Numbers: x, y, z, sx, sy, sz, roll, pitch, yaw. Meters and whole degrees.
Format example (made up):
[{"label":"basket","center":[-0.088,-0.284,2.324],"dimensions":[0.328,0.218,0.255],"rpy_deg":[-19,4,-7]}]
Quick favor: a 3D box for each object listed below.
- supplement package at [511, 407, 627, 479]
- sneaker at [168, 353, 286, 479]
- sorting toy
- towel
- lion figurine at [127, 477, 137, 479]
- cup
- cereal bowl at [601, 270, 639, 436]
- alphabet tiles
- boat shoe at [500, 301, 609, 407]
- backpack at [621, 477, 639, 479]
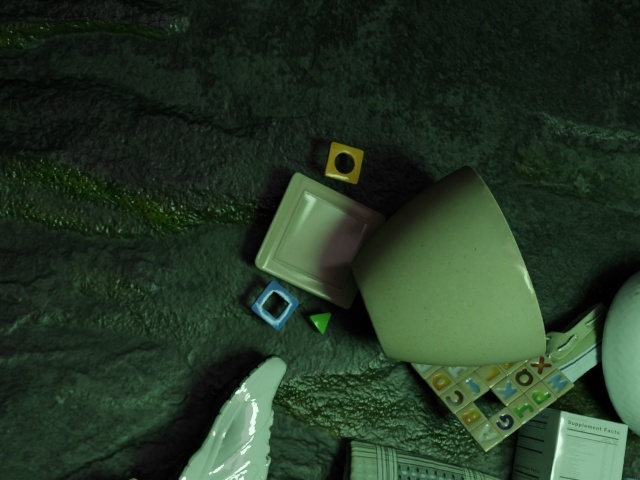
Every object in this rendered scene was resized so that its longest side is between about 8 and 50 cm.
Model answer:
[{"label":"supplement package","center":[0.426,0.424,1.290],"dimensions":[0.139,0.134,0.244],"rpy_deg":[15,79,-12]},{"label":"sneaker","center":[-0.130,0.318,1.167],"dimensions":[0.129,0.111,0.297],"rpy_deg":[34,69,-8]},{"label":"sorting toy","center":[0.000,0.000,1.286],"dimensions":[0.196,0.047,0.347],"rpy_deg":[27,79,-16]},{"label":"towel","center":[0.178,0.489,1.173],"dimensions":[0.312,0.056,0.324],"rpy_deg":[19,43,-13]},{"label":"lion figurine","center":[-0.315,0.566,1.096],"dimensions":[0.240,0.142,0.392],"rpy_deg":[-20,102,-24]},{"label":"cup","center":[0.188,0.073,1.210],"dimensions":[0.237,0.331,0.331],"rpy_deg":[-21,88,3]},{"label":"cereal bowl","center":[0.677,0.210,1.339],"dimensions":[0.339,0.141,0.338],"rpy_deg":[2,86,-30]},{"label":"alphabet tiles","center":[0.283,0.218,1.282],"dimensions":[0.198,0.009,0.237],"rpy_deg":[-31,58,-16]},{"label":"boat shoe","center":[0.433,0.213,1.350],"dimensions":[0.302,0.109,0.094],"rpy_deg":[-25,76,-27]},{"label":"backpack","center":[0.555,0.521,1.299],"dimensions":[0.158,0.117,0.173],"rpy_deg":[22,58,-11]}]
